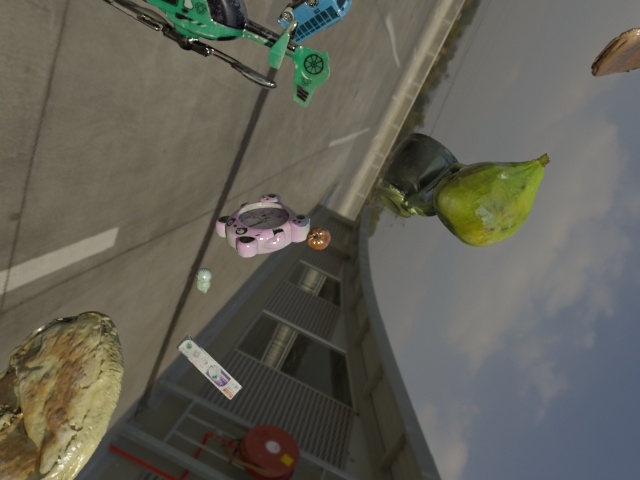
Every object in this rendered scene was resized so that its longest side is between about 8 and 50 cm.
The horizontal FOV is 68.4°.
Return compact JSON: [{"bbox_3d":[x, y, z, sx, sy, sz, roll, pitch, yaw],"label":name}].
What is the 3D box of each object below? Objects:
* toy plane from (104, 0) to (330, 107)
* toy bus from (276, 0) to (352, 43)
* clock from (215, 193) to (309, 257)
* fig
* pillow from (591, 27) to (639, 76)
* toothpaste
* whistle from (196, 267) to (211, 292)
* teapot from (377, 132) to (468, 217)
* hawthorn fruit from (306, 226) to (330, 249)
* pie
[{"bbox_3d":[-0.155,-0.344,0.713,0.106,0.382,0.155,-80,-164,-51],"label":"toy plane"},{"bbox_3d":[-0.014,-0.759,1.547,0.234,0.133,0.116,-9,-134,43],"label":"toy bus"},{"bbox_3d":[-0.182,-0.045,1.479,0.248,0.228,0.090,-23,132,-32],"label":"clock"},{"bbox_3d":[0.454,-0.106,1.218,0.233,0.315,0.232,-16,90,-72],"label":"fig"},{"bbox_3d":[0.570,-0.324,0.778,0.135,0.212,0.034,75,6,-80],"label":"pillow"},{"bbox_3d":[-0.288,0.327,1.212,0.047,0.196,0.040,-47,-172,-28],"label":"toothpaste"},{"bbox_3d":[-0.272,0.095,1.097,0.100,0.035,0.035,110,6,-54],"label":"whistle"},{"bbox_3d":[0.335,-0.171,1.519,0.239,0.322,0.239,-49,148,-9],"label":"teapot"},{"bbox_3d":[0.000,0.000,1.321,0.066,0.067,0.103,-63,155,-10],"label":"hawthorn fruit"},{"bbox_3d":[-0.458,0.266,0.793,0.337,0.338,0.075,-62,143,-27],"label":"pie"}]
